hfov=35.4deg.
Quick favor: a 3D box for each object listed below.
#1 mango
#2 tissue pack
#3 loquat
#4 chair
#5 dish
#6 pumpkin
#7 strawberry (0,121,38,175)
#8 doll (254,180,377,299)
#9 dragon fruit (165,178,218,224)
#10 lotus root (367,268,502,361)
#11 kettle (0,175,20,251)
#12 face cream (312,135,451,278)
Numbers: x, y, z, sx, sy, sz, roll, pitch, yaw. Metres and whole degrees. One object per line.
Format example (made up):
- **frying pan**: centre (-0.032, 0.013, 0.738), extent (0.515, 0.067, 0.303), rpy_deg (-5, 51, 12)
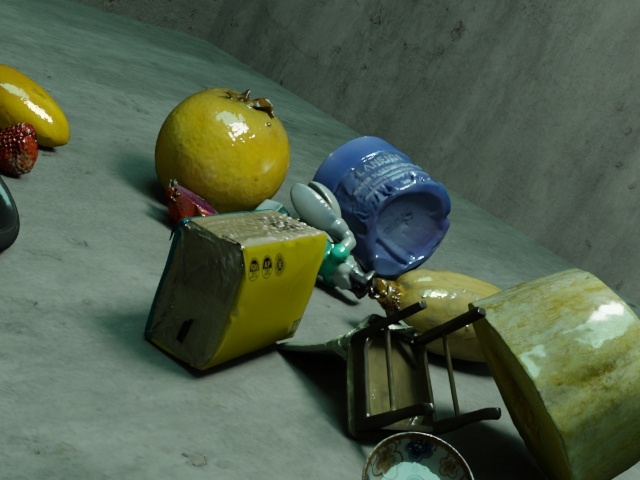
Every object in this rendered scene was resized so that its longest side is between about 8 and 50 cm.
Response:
- **mango**: centre (-0.573, -0.251, 1.915), extent (0.219, 0.112, 0.145), rpy_deg (36, 13, -8)
- **tissue pack**: centre (-0.112, 0.064, 1.439), extent (0.134, 0.192, 0.271), rpy_deg (24, 15, 22)
- **loquat**: centre (-0.190, -0.181, 2.006), extent (0.275, 0.274, 0.275), rpy_deg (24, 15, -7)
- **chair**: centre (0.087, 0.200, 1.450), extent (0.160, 0.319, 0.186), rpy_deg (10, 65, -38)
- **dish**: centre (0.112, 0.315, 1.227), extent (0.141, 0.078, 0.141), rpy_deg (6, 52, -8)
- **pumpkin**: centre (0.375, 0.203, 1.473), extent (0.332, 0.199, 0.332), rpy_deg (-23, 90, -90)
- **strawberry**: centre (-0.517, -0.157, 1.709), extent (0.083, 0.096, 0.083), rpy_deg (36, 15, -11)
- **doll**: centre (-0.010, 0.009, 1.944), extent (0.258, 0.195, 0.153), rpy_deg (50, 50, -7)
- **dragon fruit**: centre (-0.243, -0.050, 1.856), extent (0.126, 0.068, 0.112), rpy_deg (34, 7, -10)
- **lotus root**: centre (0.226, 0.137, 1.844), extent (0.343, 0.151, 0.169), rpy_deg (13, 24, -29)
- **kettle**: centre (-0.519, -0.090, 1.358), extent (0.268, 0.207, 0.290), rpy_deg (55, 4, -5)
- **face cream**: centre (0.133, -0.071, 2.183), extent (0.249, 0.249, 0.225), rpy_deg (11, 23, -44)
